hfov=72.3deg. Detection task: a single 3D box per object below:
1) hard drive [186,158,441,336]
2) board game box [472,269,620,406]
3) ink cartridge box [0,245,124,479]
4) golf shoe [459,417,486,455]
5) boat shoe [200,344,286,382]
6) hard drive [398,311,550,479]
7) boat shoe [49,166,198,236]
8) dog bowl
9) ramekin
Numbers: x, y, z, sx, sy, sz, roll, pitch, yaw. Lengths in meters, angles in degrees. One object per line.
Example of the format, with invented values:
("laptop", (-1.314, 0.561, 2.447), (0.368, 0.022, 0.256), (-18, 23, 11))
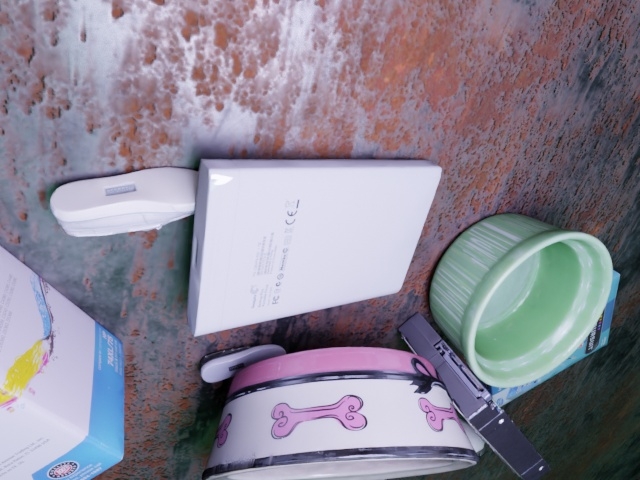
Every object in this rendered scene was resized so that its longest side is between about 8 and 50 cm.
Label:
("hard drive", (0.000, 0.000, 0.615), (0.353, 0.047, 0.233), (-6, 124, -33))
("board game box", (0.509, 0.220, 1.009), (0.336, 0.079, 0.253), (-27, 128, -6))
("ink cartridge box", (-0.388, 0.156, 0.480), (0.198, 0.197, 0.270), (-31, 129, -3))
("golf shoe", (0.233, 0.366, 0.914), (0.273, 0.105, 0.120), (21, 101, -5))
("boat shoe", (-0.129, 0.194, 0.725), (0.142, 0.040, 0.049), (-8, 115, -21))
("hard drive", (0.299, 0.311, 0.858), (0.064, 0.237, 0.339), (-40, 125, 2))
("boat shoe", (-0.213, -0.039, 0.524), (0.184, 0.066, 0.063), (-15, 148, -24))
("dog bowl", (0.026, 0.293, 0.700), (0.408, 0.150, 0.408), (-2, 147, -2))
("ramekin", (0.348, 0.098, 0.794), (0.304, 0.148, 0.303), (-10, 117, -19))
